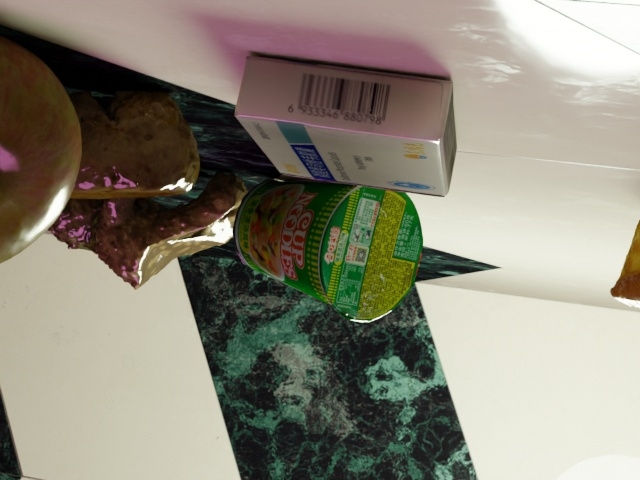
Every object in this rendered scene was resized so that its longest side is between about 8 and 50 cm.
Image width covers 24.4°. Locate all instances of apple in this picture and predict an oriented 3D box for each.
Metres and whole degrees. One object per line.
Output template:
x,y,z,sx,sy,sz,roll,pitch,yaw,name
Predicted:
-0.370,-0.100,1.473,0.257,0.256,0.234,12,-159,-28,apple

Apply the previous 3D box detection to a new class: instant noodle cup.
0.000,0.000,2.168,0.207,0.207,0.233,14,179,-43,instant noodle cup

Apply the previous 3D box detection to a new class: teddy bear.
-0.274,-0.056,2.319,0.296,0.222,0.246,-34,166,-2,teddy bear

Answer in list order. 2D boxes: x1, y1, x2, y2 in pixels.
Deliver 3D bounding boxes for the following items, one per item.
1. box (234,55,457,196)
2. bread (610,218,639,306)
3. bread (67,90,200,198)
0.038,-0.112,1.536,0.200,0.065,0.343,8,174,7,box
0.505,0.032,1.889,0.269,0.145,0.268,6,178,0,bread
-0.247,-0.108,1.679,0.230,0.123,0.230,1,178,0,bread
